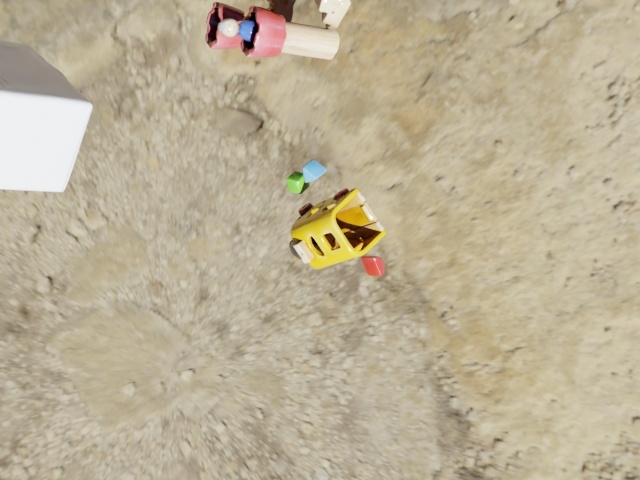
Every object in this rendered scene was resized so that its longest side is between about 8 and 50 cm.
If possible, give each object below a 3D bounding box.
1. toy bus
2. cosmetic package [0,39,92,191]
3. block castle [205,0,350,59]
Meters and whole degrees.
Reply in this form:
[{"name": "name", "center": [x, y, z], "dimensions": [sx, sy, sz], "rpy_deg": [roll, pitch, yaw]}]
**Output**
[{"name": "toy bus", "center": [0.004, -0.007, 1.753], "dimensions": [0.191, 0.202, 0.104], "rpy_deg": [27, 48, 25]}, {"name": "cosmetic package", "center": [-0.589, -0.198, 1.546], "dimensions": [0.453, 0.230, 0.161], "rpy_deg": [1, 121, -44]}, {"name": "block castle", "center": [-0.081, -0.539, 1.854], "dimensions": [0.213, 0.303, 0.453], "rpy_deg": [5, 102, -24]}]
